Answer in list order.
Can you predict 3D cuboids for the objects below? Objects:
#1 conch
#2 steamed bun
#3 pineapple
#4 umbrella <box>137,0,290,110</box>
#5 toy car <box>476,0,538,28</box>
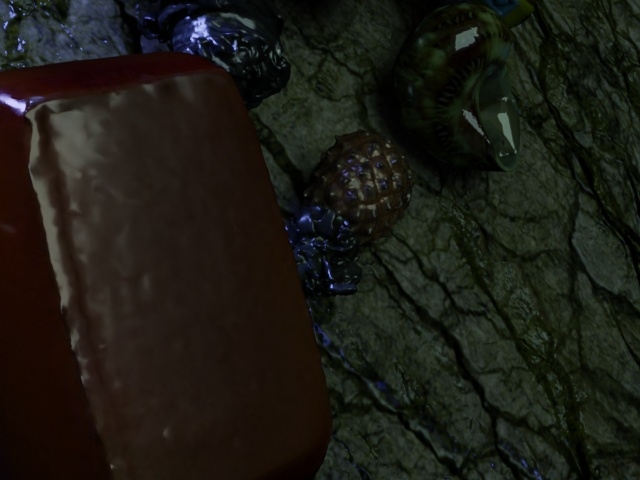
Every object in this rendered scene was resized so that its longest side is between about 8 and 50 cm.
[{"bbox_3d":[0.158,-0.179,1.216,0.187,0.124,0.181,33,68,-48],"label":"conch"},{"bbox_3d":[-0.161,0.055,0.821,0.235,0.248,0.379,-19,96,-36],"label":"steamed bun"},{"bbox_3d":[0.000,0.000,1.058,0.119,0.111,0.237,28,60,10],"label":"pineapple"},{"bbox_3d":[-0.130,-0.283,1.055,0.154,0.128,0.337,6,59,-61],"label":"umbrella"},{"bbox_3d":[0.203,-0.376,1.267,0.200,0.142,0.248,32,30,-45],"label":"toy car"}]
